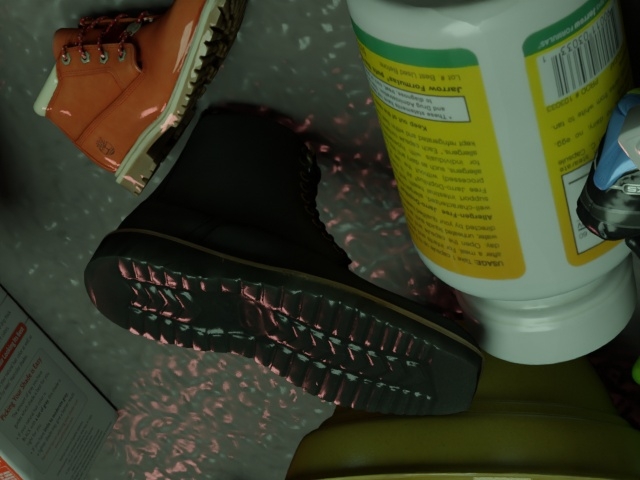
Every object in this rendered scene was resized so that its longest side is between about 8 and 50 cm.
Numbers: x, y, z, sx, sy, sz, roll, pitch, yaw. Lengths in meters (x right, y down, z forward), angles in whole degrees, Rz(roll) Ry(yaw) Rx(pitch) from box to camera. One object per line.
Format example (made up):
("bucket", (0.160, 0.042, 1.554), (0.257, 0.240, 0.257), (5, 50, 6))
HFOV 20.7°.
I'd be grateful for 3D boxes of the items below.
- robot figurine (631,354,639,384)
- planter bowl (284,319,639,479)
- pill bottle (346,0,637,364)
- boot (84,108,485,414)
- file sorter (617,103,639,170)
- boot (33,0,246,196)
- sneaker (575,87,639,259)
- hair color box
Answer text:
("robot figurine", (0.214, 0.076, 0.900), (0.101, 0.067, 0.115), (34, 136, 11))
("planter bowl", (0.082, 0.095, 0.932), (0.217, 0.090, 0.217), (1, 166, 0))
("pill bottle", (0.090, -0.047, 0.809), (0.117, 0.117, 0.208), (0, 130, 24))
("boot", (0.000, 0.000, 0.874), (0.198, 0.137, 0.077), (20, 137, 7))
("file sorter", (0.294, -0.068, 0.659), (0.278, 0.173, 0.193), (-23, 118, 38))
("boot", (-0.096, -0.093, 0.895), (0.084, 0.059, 0.158), (36, 136, -3))
("sneaker", (0.179, -0.015, 0.785), (0.188, 0.067, 0.078), (13, 116, -43))
("hair color box", (-0.210, 0.089, 1.083), (0.053, 0.093, 0.167), (-21, 118, 36))
